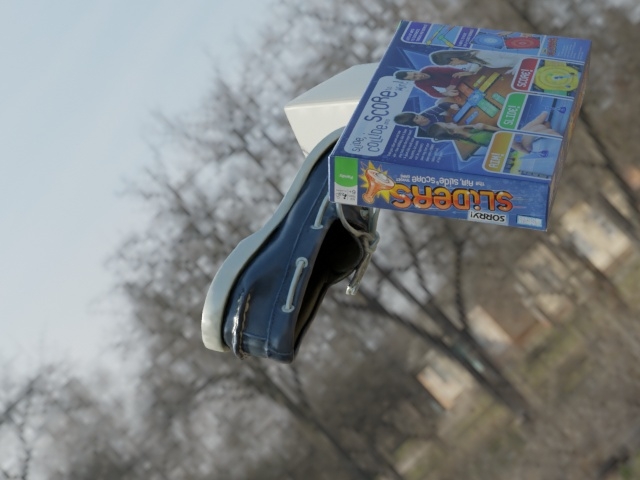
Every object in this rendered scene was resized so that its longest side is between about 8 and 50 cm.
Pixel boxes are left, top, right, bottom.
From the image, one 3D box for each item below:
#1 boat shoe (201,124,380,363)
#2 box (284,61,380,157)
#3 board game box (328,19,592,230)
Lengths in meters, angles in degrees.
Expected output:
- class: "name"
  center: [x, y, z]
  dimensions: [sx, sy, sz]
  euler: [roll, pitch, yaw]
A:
- class: "boat shoe"
  center: [0.000, 0.000, 1.192]
  dimensions: [0.254, 0.079, 0.095]
  euler: [-51, -28, -49]
- class: "box"
  center: [0.085, -0.127, 1.635]
  dimensions: [0.113, 0.094, 0.275]
  euler: [-31, 17, -25]
- class: "board game box"
  center: [0.095, -0.080, 1.024]
  dimensions: [0.201, 0.136, 0.035]
  euler: [-63, -23, -54]
